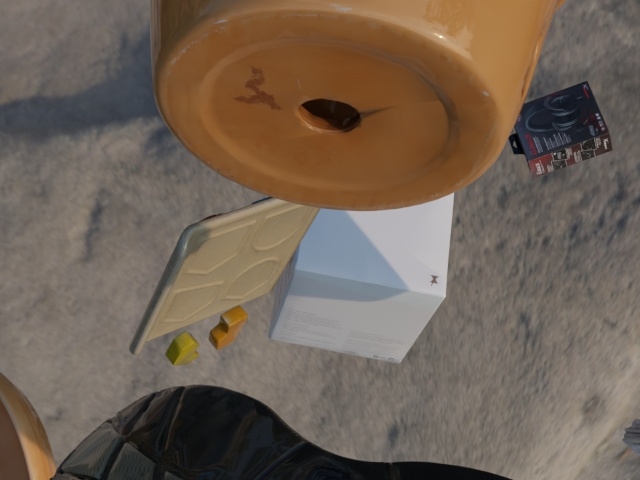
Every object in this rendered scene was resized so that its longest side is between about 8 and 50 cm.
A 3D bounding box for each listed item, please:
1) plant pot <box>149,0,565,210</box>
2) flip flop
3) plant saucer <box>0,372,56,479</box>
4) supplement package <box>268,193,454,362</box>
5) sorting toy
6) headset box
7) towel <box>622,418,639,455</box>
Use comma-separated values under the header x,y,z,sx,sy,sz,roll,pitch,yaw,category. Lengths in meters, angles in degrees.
x,y,z,sx,sy,sz,roll,pitch,yaw,category
0.019,-0.151,0.694,0.290,0.291,0.204,5,62,8,plant pot
-0.011,0.136,0.515,0.277,0.080,0.112,7,38,28,flip flop
-0.275,0.194,0.972,0.037,0.200,0.200,-10,64,-43,plant saucer
0.054,0.021,1.606,0.199,0.263,0.198,11,64,-5,supplement package
-0.118,0.047,1.307,0.229,0.307,0.041,-26,68,-39,sorting toy
0.210,-0.098,1.043,0.083,0.032,0.062,-18,57,9,headset box
0.620,0.401,1.779,0.053,0.332,0.317,-41,84,-9,towel
